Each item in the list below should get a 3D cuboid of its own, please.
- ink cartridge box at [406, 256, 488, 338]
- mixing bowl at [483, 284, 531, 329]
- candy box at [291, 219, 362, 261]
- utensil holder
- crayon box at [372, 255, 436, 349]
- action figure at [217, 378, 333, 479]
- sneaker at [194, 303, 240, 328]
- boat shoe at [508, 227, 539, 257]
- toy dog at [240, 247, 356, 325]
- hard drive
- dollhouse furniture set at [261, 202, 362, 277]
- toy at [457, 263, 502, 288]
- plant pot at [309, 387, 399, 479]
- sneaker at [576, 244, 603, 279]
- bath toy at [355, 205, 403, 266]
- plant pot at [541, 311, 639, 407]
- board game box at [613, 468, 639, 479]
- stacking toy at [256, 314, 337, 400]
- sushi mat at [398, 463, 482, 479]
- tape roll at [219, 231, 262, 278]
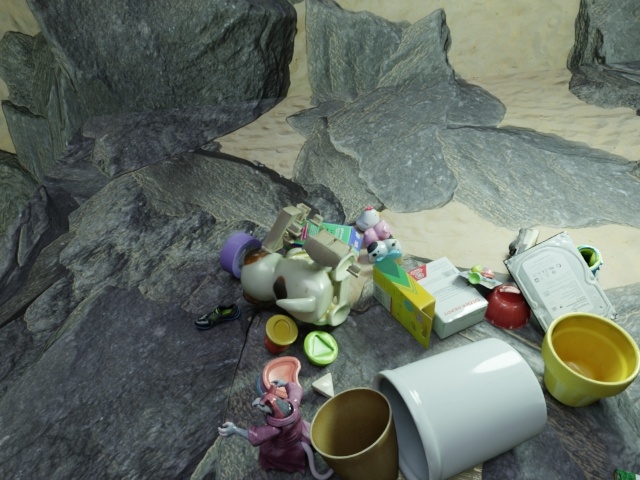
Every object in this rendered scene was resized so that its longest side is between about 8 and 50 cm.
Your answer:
[{"bbox_3d":[0.477,0.217,1.718,0.196,0.114,0.273,-20,45,-13],"label":"ink cartridge box"},{"bbox_3d":[0.709,0.233,1.681,0.181,0.098,0.182,-5,44,4],"label":"mixing bowl"},{"bbox_3d":[0.000,0.000,1.893,0.316,0.268,0.122,7,80,16],"label":"candy box"},{"bbox_3d":[0.395,0.489,1.302,0.385,0.328,0.328,-14,45,-16],"label":"utensil holder"},{"bbox_3d":[0.324,0.231,1.667,0.081,0.202,0.318,-28,49,-19],"label":"crayon box"},{"bbox_3d":[-0.104,0.556,1.281,0.275,0.370,0.248,24,52,30],"label":"action figure"},{"bbox_3d":[-0.420,0.297,1.794,0.188,0.078,0.067,-17,45,-8],"label":"sneaker"},{"bbox_3d":[0.835,0.040,1.859,0.092,0.103,0.285,19,47,31],"label":"boat shoe"},{"bbox_3d":[-0.120,0.178,1.711,0.407,0.285,0.395,14,28,29],"label":"toy dog"},{"bbox_3d":[0.841,0.168,1.571,0.236,0.064,0.339,-29,81,15],"label":"hard drive"},{"bbox_3d":[-0.012,0.041,1.630,0.355,0.174,0.303,34,18,8],"label":"dollhouse furniture set"},{"bbox_3d":[0.630,0.130,1.730,0.136,0.056,0.237,26,16,29],"label":"toy"},{"bbox_3d":[0.127,0.595,1.254,0.237,0.255,0.237,-21,21,9],"label":"plant pot"},{"bbox_3d":[1.013,0.079,1.696,0.127,0.208,0.319,21,41,28],"label":"sneaker"},{"bbox_3d":[0.262,-0.024,1.979,0.151,0.129,0.348,-5,43,-13],"label":"bath toy"},{"bbox_3d":[0.823,0.396,1.402,0.253,0.239,0.254,-5,45,5],"label":"plant pot"},{"bbox_3d":[0.865,0.763,1.180,0.136,0.030,0.260,10,47,20],"label":"board game box"},{"bbox_3d":[-0.091,0.452,1.610,0.279,0.130,0.309,16,47,-13],"label":"stacking toy"},{"bbox_3d":[0.324,0.682,1.345,0.316,0.019,0.152,7,48,15],"label":"sushi mat"},{"bbox_3d":[-0.342,0.065,1.936,0.080,0.189,0.189,24,53,28],"label":"tape roll"}]
